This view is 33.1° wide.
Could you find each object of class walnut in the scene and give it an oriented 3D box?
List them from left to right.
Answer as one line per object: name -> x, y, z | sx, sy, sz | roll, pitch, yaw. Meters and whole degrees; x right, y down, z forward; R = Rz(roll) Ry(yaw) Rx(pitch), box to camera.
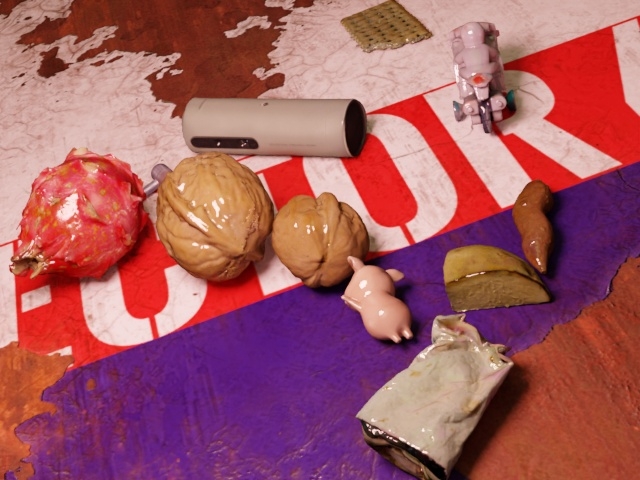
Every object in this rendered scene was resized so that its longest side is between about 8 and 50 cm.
walnut -> -0.172, -0.038, 1.742 | 0.198, 0.198, 0.245 | -27, 37, -12
walnut -> 0.000, 0.000, 1.671 | 0.166, 0.149, 0.166 | 14, 21, -5

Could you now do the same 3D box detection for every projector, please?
projector -> -0.087, -0.210, 1.976 | 0.337, 0.108, 0.108 | 3, 43, 24

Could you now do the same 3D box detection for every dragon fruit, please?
dragon fruit -> -0.407, -0.030, 1.807 | 0.210, 0.205, 0.268 | 23, 51, 30

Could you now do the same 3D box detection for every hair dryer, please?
hair dryer -> -0.315, -0.091, 1.983 | 0.114, 0.037, 0.063 | -37, 43, -12

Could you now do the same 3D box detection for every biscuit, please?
biscuit -> 0.130, -0.443, 2.244 | 0.144, 0.016, 0.203 | -22, 38, -6

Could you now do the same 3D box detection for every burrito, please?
burrito -> 0.160, 0.204, 1.409 | 0.144, 0.089, 0.229 | 28, 56, 25

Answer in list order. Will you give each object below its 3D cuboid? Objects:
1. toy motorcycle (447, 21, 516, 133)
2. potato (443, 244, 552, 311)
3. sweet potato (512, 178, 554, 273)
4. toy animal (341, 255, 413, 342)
toy motorcycle -> 0.277, -0.310, 1.908 | 0.110, 0.171, 0.260 | -10, 37, 11
potato -> 0.258, 0.033, 1.578 | 0.149, 0.081, 0.120 | -6, 42, 14
sweet potato -> 0.325, -0.026, 1.643 | 0.065, 0.051, 0.218 | 6, 42, 5
toy animal -> 0.089, 0.092, 1.573 | 0.089, 0.083, 0.150 | -35, 55, 11
